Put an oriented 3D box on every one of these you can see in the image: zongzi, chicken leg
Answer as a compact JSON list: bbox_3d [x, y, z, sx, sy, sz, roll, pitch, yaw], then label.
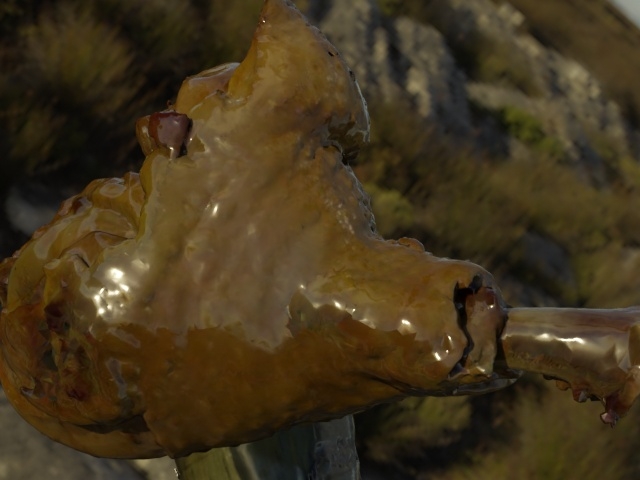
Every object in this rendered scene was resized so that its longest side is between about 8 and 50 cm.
[{"bbox_3d":[-0.029,0.140,1.362,0.360,0.160,0.323,15,57,-71],"label":"zongzi"},{"bbox_3d":[0.000,0.000,0.903,0.409,0.295,0.182,7,-8,20],"label":"chicken leg"}]
